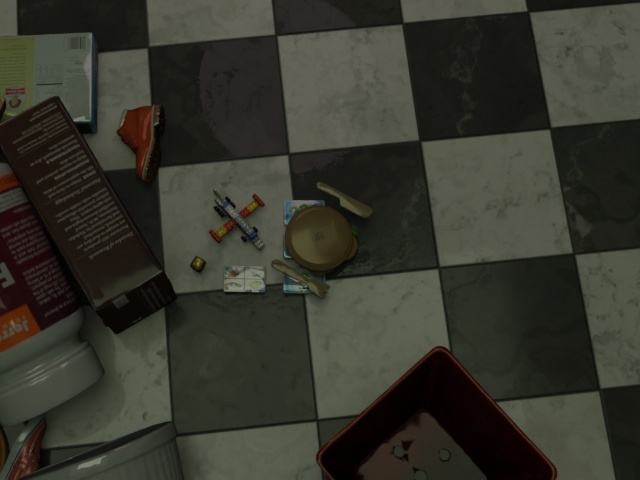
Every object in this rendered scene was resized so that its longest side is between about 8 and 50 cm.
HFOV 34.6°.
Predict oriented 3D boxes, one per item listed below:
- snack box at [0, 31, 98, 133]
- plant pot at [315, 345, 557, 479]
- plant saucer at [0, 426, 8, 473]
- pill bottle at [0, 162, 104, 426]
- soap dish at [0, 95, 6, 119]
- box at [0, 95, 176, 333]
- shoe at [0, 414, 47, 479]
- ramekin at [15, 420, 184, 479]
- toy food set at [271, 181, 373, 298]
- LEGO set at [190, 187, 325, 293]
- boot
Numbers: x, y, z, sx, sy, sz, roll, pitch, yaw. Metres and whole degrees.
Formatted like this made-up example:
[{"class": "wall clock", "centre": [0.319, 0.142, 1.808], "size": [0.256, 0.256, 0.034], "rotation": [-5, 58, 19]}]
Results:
[{"class": "snack box", "centre": [-0.584, -0.290, 1.933], "size": [0.321, 0.060, 0.187], "rotation": [-3, 73, -1]}, {"class": "plant pot", "centre": [0.172, 0.369, 1.646], "size": [0.267, 0.236, 0.267], "rotation": [-40, 78, -12]}, {"class": "plant saucer", "centre": [-0.635, 0.370, 1.742], "size": [0.200, 0.037, 0.200], "rotation": [0, 73, -1]}, {"class": "pill bottle", "centre": [-0.527, 0.090, 1.685], "size": [0.224, 0.224, 0.392], "rotation": [-27, 96, -8]}, {"class": "soap dish", "centre": [-0.705, -0.173, 1.818], "size": [0.229, 0.118, 0.291], "rotation": [28, 98, 3]}, {"class": "box", "centre": [-0.409, -0.043, 1.791], "size": [0.143, 0.191, 0.381], "rotation": [-29, 76, -9]}, {"class": "shoe", "centre": [-0.487, 0.387, 1.727], "size": [0.081, 0.063, 0.178], "rotation": [25, 80, 6]}, {"class": "ramekin", "centre": [-0.339, 0.393, 1.628], "size": [0.272, 0.273, 0.127], "rotation": [-20, 87, -6]}, {"class": "toy food set", "centre": [0.000, 0.000, 1.851], "size": [0.132, 0.038, 0.192], "rotation": [30, 73, 2]}, {"class": "LEGO set", "centre": [-0.111, 0.003, 1.848], "size": [0.244, 0.060, 0.182], "rotation": [1, 73, -4]}, {"class": "boot", "centre": [-0.339, -0.179, 1.907], "size": [0.084, 0.059, 0.158], "rotation": [0, 64, 3]}]
